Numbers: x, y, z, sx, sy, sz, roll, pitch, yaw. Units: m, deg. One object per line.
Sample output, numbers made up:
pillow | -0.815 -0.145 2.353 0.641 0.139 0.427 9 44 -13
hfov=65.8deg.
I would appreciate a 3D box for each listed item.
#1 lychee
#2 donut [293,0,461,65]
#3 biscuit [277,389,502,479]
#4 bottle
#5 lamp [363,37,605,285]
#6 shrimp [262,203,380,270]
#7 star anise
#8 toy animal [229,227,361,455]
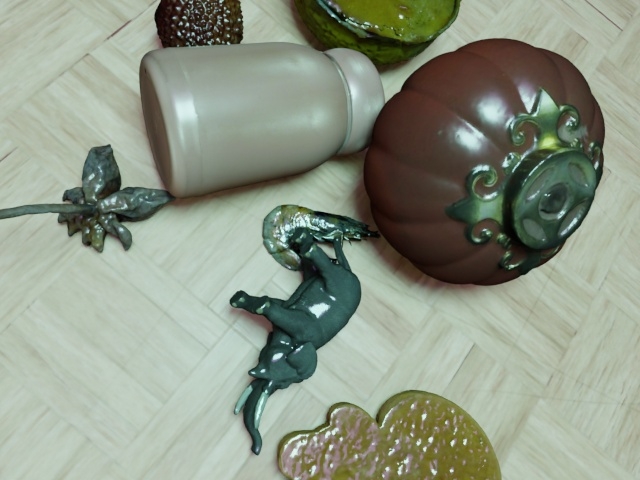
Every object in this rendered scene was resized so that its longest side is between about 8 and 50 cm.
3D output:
lychee | -0.164 -0.292 0.679 0.123 0.123 0.129 -14 112 -16
donut | 0.073 -0.378 0.750 0.271 0.107 0.272 5 69 -14
biscuit | 0.086 0.291 0.608 0.288 0.044 0.202 0 74 -11
bottle | -0.070 -0.176 0.641 0.296 0.173 0.207 -16 50 -23
lamp | 0.202 -0.090 0.621 0.302 0.257 0.304 -9 118 -17
shrimp | 0.000 0.000 0.680 0.160 0.034 0.091 6 85 -5
star anise | -0.292 -0.061 0.538 0.218 0.227 0.149 -14 85 -5
toy animal | -0.043 0.106 0.594 0.137 0.082 0.270 46 66 -30
